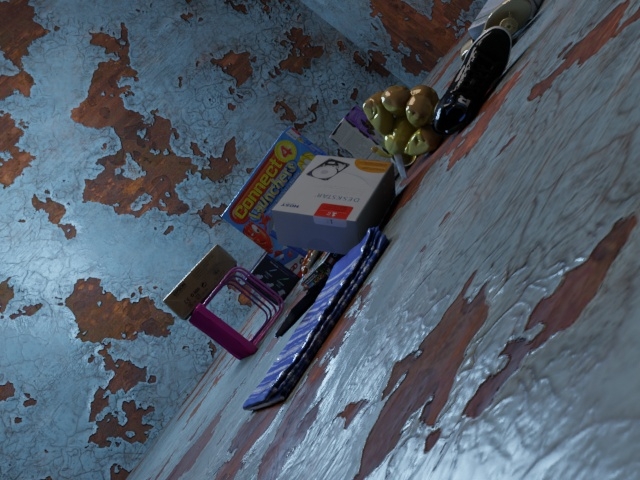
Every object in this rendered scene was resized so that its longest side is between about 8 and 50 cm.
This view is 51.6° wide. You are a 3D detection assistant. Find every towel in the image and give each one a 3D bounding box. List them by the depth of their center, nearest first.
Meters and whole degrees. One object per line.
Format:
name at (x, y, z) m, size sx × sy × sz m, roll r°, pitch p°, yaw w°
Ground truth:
towel at (-0.015, 0.137, 1.135) m, size 0.336 × 0.040 × 0.243 m, roll -54°, pitch 3°, yaw -25°

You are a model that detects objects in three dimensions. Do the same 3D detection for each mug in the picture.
mug at (0.202, -0.199, 1.592) m, size 0.064 × 0.078 × 0.062 m, roll 101°, pitch 173°, yaw -79°

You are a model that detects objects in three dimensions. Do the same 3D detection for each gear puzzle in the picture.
gear puzzle at (0.000, 0.000, 1.589) m, size 0.175 × 0.044 × 0.339 m, roll -55°, pitch -9°, yaw -22°

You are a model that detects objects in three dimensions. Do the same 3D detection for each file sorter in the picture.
file sorter at (-0.245, 0.213, 1.962) m, size 0.182 × 0.202 × 0.291 m, roll -52°, pitch 3°, yaw -20°

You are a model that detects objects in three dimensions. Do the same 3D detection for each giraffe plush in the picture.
giraffe plush at (0.216, -0.266, 1.447) m, size 0.170 × 0.181 × 0.210 m, roll -43°, pitch -36°, yaw -30°

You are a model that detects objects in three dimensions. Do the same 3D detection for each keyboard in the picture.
keyboard at (-0.025, 0.123, 1.319) m, size 0.108 × 0.023 × 0.180 m, roll -58°, pitch -8°, yaw 29°

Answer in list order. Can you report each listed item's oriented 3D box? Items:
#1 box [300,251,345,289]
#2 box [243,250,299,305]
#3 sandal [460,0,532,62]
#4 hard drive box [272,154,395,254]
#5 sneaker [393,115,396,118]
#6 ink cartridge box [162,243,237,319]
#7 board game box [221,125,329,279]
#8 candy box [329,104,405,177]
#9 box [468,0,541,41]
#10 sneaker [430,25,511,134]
box at (0.055, 0.002, 1.488) m, size 0.233 × 0.044 × 0.159 m, roll -54°, pitch 4°, yaw -28°
box at (-0.120, 0.069, 2.220) m, size 0.270 × 0.143 × 0.165 m, roll -52°, pitch 6°, yaw -5°
sandal at (0.384, -0.429, 1.450) m, size 0.240 × 0.088 × 0.079 m, roll 143°, pitch 132°, yaw -68°
hard drive box at (0.035, -0.077, 1.358) m, size 0.232 × 0.181 × 0.089 m, roll -58°, pitch -32°, yaw -47°
sneaker at (0.230, -0.316, 1.927) m, size 0.286 × 0.109 × 0.130 m, roll -56°, pitch 11°, yaw -24°
ink cartridge box at (-0.361, 0.130, 2.012) m, size 0.234 × 0.088 × 0.193 m, roll -48°, pitch 2°, yaw -12°
board game box at (-0.058, -0.095, 1.796) m, size 0.308 × 0.302 × 0.086 m, roll -52°, pitch 4°, yaw 21°
candy box at (0.134, -0.250, 1.709) m, size 0.070 × 0.196 × 0.165 m, roll -51°, pitch 4°, yaw 27°
box at (0.436, -0.537, 1.528) m, size 0.145 × 0.038 × 0.186 m, roll -14°, pitch 32°, yaw 40°
sneaker at (0.283, -0.284, 1.228) m, size 0.216 × 0.079 × 0.121 m, roll -60°, pitch 3°, yaw 32°
